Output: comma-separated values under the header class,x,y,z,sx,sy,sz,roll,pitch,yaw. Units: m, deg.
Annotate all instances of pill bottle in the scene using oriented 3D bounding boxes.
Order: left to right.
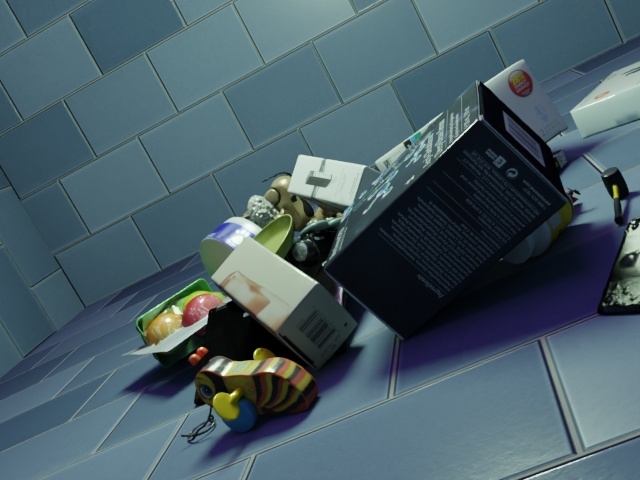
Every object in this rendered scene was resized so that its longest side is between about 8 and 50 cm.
class,x,y,z,sx,sy,sz,roll,pitch,yaw
pill bottle,0.410,-0.030,1.530,0.103,0.103,0.184,-17,15,47

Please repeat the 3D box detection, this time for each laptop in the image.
class,x,y,z,sx,sy,sz,roll,pitch,yaw
laptop,-0.046,0.204,1.817,0.382,0.236,0.407,-24,39,25
laptop,0.564,0.022,1.127,0.234,0.137,0.264,-13,44,57

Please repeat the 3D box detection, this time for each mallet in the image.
class,x,y,z,sx,sy,sz,roll,pitch,yaw
mallet,0.566,-0.088,1.521,0.039,0.062,0.189,-24,11,27

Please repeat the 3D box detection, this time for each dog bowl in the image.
class,x,y,z,sx,sy,sz,roll,pitch,yaw
dog bowl,-0.207,0.072,2.179,0.104,0.264,0.265,-41,15,-31

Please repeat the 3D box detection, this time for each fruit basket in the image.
class,x,y,z,sx,sy,sz,roll,pitch,yaw
fruit basket,-0.328,0.220,2.075,0.327,0.165,0.353,-35,14,-32

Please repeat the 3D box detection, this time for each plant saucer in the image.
class,x,y,z,sx,sy,sz,roll,pitch,yaw
plant saucer,-0.139,0.041,1.867,0.241,0.037,0.241,-42,19,18

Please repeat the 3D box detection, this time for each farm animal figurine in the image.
class,x,y,z,sx,sy,sz,roll,pitch,yaw
farm animal figurine,-0.040,-0.061,2.268,0.172,0.326,0.330,-27,19,32

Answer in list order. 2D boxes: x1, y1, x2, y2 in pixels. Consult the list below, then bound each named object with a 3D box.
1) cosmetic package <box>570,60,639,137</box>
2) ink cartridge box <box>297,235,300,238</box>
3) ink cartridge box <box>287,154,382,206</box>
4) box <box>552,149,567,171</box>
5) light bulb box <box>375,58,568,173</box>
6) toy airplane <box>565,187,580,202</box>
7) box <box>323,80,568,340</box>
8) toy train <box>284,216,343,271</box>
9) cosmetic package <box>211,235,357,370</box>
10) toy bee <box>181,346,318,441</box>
class,x,y,z,sx,sy,sz,roll,pitch,yaw
cosmetic package,0.917,-0.437,2.244,0.284,0.097,0.377,-22,12,45
ink cartridge box,0.000,0.000,2.586,0.311,0.065,0.186,-25,10,27
ink cartridge box,0.076,-0.133,2.096,0.273,0.197,0.114,18,88,49
box,0.520,-0.159,2.043,0.184,0.045,0.191,-16,15,43
light bulb box,0.399,-0.258,2.146,0.358,0.225,0.361,-36,2,-21
toy airplane,0.474,-0.073,1.662,0.151,0.028,0.151,-8,-21,-3
box,0.227,-0.062,1.478,0.395,0.212,0.293,-45,10,23
toy train,0.016,0.035,1.991,0.190,0.142,0.334,-36,-16,32
cosmetic package,-0.080,0.121,1.604,0.129,0.153,0.296,-49,35,-8
toy bee,-0.163,0.264,1.425,0.298,0.162,0.195,-26,12,10
